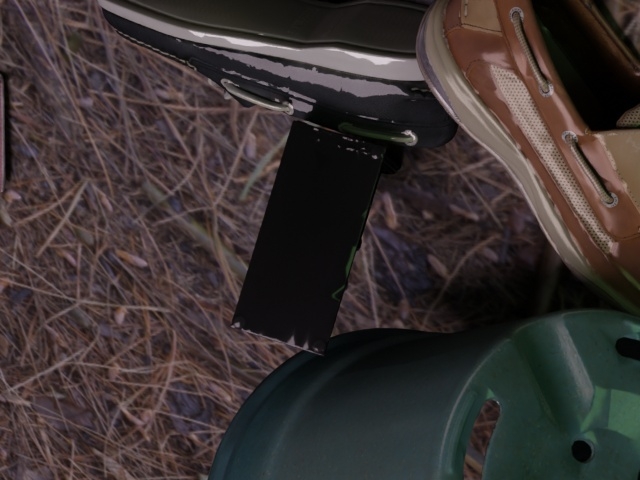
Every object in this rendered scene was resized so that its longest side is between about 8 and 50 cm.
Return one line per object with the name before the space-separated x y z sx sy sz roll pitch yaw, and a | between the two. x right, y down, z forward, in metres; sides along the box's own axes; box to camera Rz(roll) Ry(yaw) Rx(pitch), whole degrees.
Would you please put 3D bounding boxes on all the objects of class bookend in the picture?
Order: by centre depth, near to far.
bookend | 0.000 0.000 1.352 0.072 0.157 0.156 17 179 7

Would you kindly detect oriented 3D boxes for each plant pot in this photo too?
plant pot | 0.125 0.201 1.289 0.341 0.341 0.334 46 156 -6

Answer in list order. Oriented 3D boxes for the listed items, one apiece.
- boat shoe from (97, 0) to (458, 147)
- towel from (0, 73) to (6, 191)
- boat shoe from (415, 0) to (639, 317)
boat shoe | -0.036 -0.137 1.349 0.302 0.114 0.091 18 130 27
towel | -0.375 -0.138 1.696 0.197 0.029 0.144 26 138 15
boat shoe | 0.205 -0.058 1.223 0.324 0.123 0.116 45 138 -7
